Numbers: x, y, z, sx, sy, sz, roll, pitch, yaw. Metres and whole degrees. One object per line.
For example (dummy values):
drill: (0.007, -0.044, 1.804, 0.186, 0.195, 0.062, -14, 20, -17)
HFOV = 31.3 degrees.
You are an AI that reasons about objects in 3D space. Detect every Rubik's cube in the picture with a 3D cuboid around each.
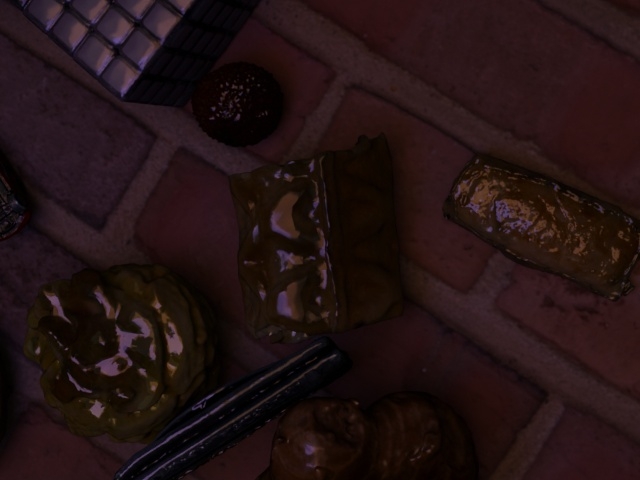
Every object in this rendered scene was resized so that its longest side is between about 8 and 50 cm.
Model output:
Rubik's cube: (-0.242, -0.338, 1.551, 0.237, 0.237, 0.238, 40, 100, 5)

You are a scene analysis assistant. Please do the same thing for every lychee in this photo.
lychee: (-0.120, -0.192, 1.597, 0.129, 0.123, 0.123, 27, 98, 17)

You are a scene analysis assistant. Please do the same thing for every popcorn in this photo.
popcorn: (-0.278, 0.154, 1.585, 0.293, 0.237, 0.293, 1, 93, 12)

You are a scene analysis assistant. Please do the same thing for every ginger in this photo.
ginger: (0.067, 0.314, 1.514, 0.274, 0.357, 0.152, -62, 37, 37)

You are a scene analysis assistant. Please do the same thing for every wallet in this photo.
wallet: (-0.115, 0.235, 1.536, 0.342, 0.237, 0.075, -34, 78, 0)

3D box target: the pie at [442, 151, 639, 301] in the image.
pie: (0.309, -0.019, 1.554, 0.282, 0.068, 0.128, 25, 98, 4)

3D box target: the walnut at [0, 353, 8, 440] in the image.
walnut: (-0.565, 0.228, 1.656, 0.225, 0.225, 0.261, -6, 86, 11)

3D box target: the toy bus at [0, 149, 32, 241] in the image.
toy bus: (-0.494, -0.090, 1.684, 0.081, 0.089, 0.195, -36, 86, 11)

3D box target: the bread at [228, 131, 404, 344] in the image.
bread: (-0.005, 0.001, 1.548, 0.238, 0.196, 0.252, -12, 94, 12)
